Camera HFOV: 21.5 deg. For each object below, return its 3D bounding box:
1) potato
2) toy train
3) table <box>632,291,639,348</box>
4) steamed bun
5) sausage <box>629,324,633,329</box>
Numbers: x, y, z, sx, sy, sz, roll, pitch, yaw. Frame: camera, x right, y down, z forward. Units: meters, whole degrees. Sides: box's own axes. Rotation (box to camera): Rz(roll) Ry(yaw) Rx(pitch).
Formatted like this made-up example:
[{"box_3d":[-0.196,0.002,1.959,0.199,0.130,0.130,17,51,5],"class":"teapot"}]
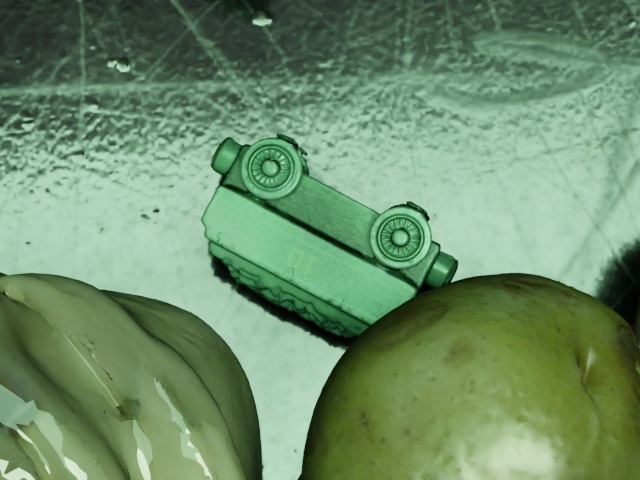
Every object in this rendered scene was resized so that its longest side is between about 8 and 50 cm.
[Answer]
[{"box_3d":[0.071,0.187,0.911,0.202,0.218,0.351,21,94,7],"class":"potato"},{"box_3d":[0.000,0.000,1.075,0.172,0.070,0.099,28,89,5],"class":"toy train"},{"box_3d":[0.338,0.117,0.905,0.317,0.249,0.317,4,80,-23],"class":"table"},{"box_3d":[-0.203,0.168,0.921,0.367,0.255,0.342,7,81,-10],"class":"steamed bun"},{"box_3d":[0.214,0.211,1.021,0.093,0.093,0.312,4,78,0],"class":"sausage"}]
